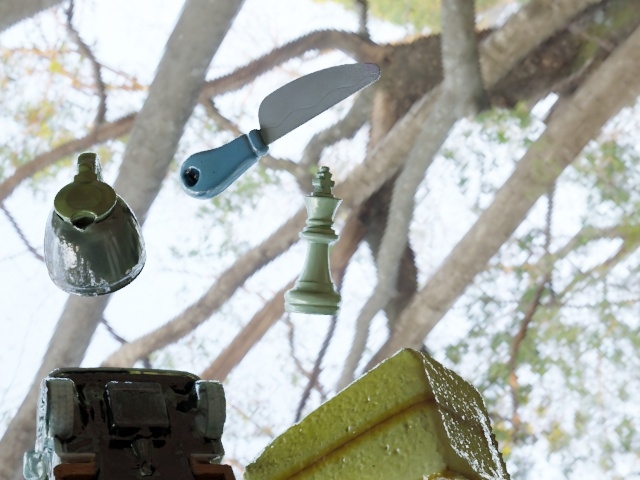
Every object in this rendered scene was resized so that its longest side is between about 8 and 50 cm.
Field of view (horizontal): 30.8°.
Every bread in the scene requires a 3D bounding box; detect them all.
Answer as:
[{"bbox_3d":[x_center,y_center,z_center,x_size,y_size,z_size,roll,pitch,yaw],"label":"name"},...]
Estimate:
[{"bbox_3d":[0.083,0.369,1.826,0.245,0.362,0.233,38,-153,-44],"label":"bread"}]

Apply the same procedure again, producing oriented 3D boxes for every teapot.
[{"bbox_3d":[-0.214,-0.019,1.052,0.092,0.091,0.124,-25,-132,-25],"label":"teapot"}]

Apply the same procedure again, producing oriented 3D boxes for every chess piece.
[{"bbox_3d":[0.000,0.000,1.160,0.059,0.059,0.149,8,-92,-34],"label":"chess piece"}]

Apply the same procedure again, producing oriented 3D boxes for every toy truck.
[{"bbox_3d":[-0.127,0.222,0.785,0.133,0.184,0.338,4,-149,-21],"label":"toy truck"}]

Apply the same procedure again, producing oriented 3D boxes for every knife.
[{"bbox_3d":[-0.047,-0.122,1.188,0.058,0.244,0.032,62,-162,21],"label":"knife"}]
